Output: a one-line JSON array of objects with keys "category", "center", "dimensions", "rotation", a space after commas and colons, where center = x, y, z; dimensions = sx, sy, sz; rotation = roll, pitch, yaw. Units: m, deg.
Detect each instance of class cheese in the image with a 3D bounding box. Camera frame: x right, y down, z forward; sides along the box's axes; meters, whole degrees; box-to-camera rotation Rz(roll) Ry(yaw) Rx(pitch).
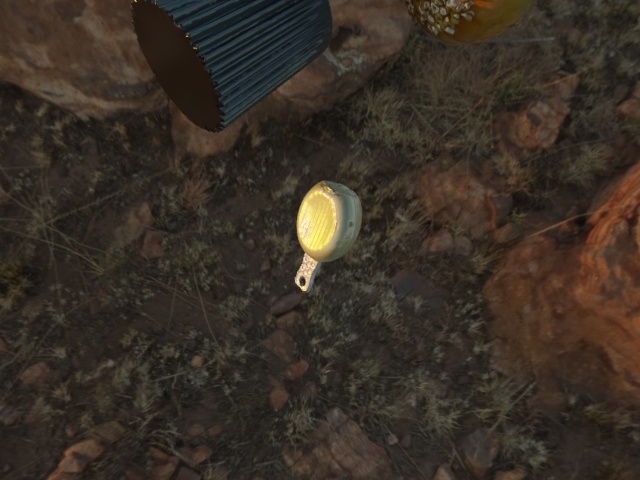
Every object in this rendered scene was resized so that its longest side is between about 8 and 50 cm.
[{"category": "cheese", "center": [0.000, 0.000, 0.976], "dimensions": [0.137, 0.064, 0.227], "rotation": [43, 120, 39]}]

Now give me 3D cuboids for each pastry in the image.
[{"category": "pastry", "center": [0.298, -0.608, 1.046], "dimensions": [0.245, 0.409, 0.409], "rotation": [-5, 74, -13]}]

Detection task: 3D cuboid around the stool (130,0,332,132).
[{"category": "stool", "center": [-0.174, -0.439, 1.092], "dimensions": [0.330, 0.297, 0.297], "rotation": [-40, 79, -22]}]
